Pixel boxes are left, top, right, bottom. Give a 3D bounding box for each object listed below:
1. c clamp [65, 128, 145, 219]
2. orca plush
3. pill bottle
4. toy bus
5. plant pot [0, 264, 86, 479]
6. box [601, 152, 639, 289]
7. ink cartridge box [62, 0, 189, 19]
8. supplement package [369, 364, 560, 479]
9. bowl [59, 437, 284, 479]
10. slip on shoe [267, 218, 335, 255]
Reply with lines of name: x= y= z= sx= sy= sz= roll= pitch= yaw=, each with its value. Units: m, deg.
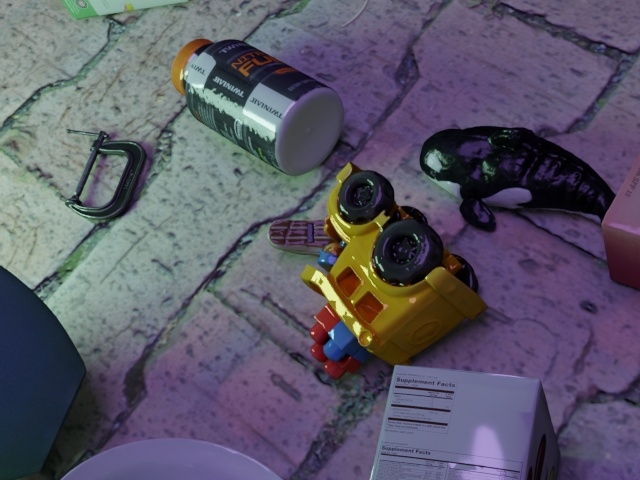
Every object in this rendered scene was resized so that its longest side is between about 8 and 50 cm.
c clamp: x=-0.322 y=-0.095 z=1.627 sx=0.137 sy=0.022 sz=0.160 roll=1 pitch=57 yaw=14
orca plush: x=0.239 y=-0.084 z=1.364 sx=0.151 sy=0.102 sz=0.287 roll=-45 pitch=55 yaw=-12
pill bottle: x=-0.096 y=-0.194 z=1.540 sx=0.246 sy=0.130 sz=0.130 roll=32 pitch=73 yaw=33
toy bus: x=0.054 y=0.050 z=1.329 sx=0.211 sy=0.149 sz=0.220 roll=-43 pitch=55 yaw=8
plant pot: x=-0.396 y=0.176 z=1.343 sx=0.195 sy=0.290 sz=0.290 roll=24 pitch=64 yaw=-7
box: x=0.446 y=-0.007 z=1.224 sx=0.232 sy=0.127 sz=0.148 roll=20 pitch=66 yaw=30
ink cartridge box: x=-0.319 y=-0.443 z=1.769 sx=0.212 sy=0.154 sz=0.093 roll=-3 pitch=55 yaw=19
supplement package: x=0.144 y=0.260 z=1.114 sx=0.149 sy=0.194 sz=0.203 roll=3 pitch=60 yaw=21
bowl: x=-0.153 y=0.357 z=1.163 sx=0.298 sy=0.134 sz=0.298 roll=6 pitch=37 yaw=-4
slip on shoe: x=0.000 y=0.000 z=1.434 sx=0.135 sy=0.041 sz=0.051 roll=2 pitch=74 yaw=1
